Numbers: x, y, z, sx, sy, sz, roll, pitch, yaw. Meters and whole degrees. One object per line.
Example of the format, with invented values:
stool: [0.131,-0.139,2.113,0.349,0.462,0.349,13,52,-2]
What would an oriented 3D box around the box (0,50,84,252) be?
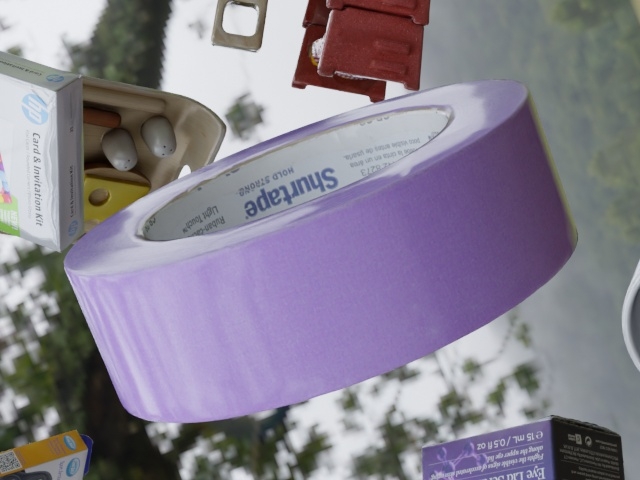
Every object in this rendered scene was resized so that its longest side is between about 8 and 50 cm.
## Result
box: [-0.271,-0.085,1.321,0.038,0.186,0.145,-45,-32,-50]

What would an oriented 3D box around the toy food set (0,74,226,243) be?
toy food set: [-0.278,-0.066,1.851,0.306,0.220,0.092,9,-148,-31]

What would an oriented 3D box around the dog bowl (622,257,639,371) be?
dog bowl: [0.504,0.083,2.029,0.265,0.265,0.104,62,-148,-21]

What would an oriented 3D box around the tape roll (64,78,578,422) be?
tape roll: [0.000,0.000,0.943,0.275,0.274,0.090,-64,-46,-73]

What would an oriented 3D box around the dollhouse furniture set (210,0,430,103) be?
dollhouse furniture set: [-0.074,-0.267,1.916,0.201,0.374,0.152,180,100,-82]

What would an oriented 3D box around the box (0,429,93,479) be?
box: [-0.252,0.208,1.422,0.028,0.136,0.081,54,144,35]

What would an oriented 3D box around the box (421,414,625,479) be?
box: [0.181,0.273,1.472,0.108,0.153,0.207,18,-119,-43]
